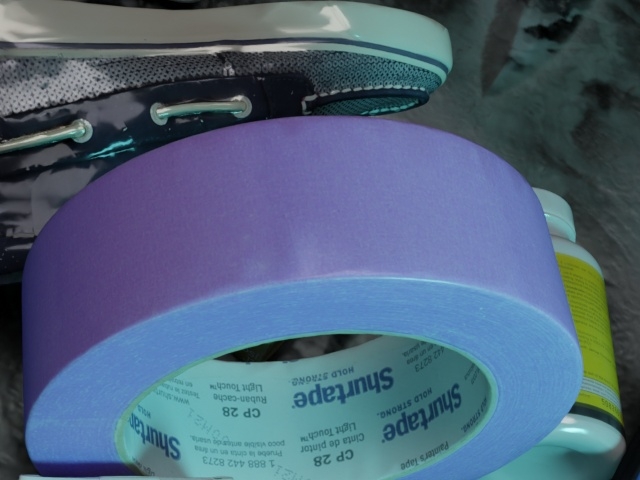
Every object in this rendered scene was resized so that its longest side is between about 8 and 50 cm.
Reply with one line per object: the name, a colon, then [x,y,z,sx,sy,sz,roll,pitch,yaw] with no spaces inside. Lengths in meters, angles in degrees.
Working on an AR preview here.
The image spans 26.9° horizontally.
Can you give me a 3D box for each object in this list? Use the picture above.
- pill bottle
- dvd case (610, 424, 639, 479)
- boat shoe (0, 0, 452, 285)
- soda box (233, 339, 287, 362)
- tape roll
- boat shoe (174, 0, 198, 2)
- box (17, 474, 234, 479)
pill bottle: [0.130,0.061,0.838,0.103,0.103,0.184,11,54,-14]
dvd case: [0.289,0.181,0.816,0.253,0.022,0.180,48,51,-9]
boat shoe: [-0.065,-0.053,0.802,0.340,0.127,0.158,-4,82,-25]
soda box: [0.000,0.000,0.857,0.058,0.061,0.181,41,53,8]
tape roll: [-0.011,0.055,0.679,0.274,0.275,0.090,4,55,-19]
boat shoe: [-0.175,-0.231,0.940,0.227,0.079,0.081,18,48,-12]
box: [-0.097,0.224,0.638,0.114,0.103,0.203,5,55,-18]
